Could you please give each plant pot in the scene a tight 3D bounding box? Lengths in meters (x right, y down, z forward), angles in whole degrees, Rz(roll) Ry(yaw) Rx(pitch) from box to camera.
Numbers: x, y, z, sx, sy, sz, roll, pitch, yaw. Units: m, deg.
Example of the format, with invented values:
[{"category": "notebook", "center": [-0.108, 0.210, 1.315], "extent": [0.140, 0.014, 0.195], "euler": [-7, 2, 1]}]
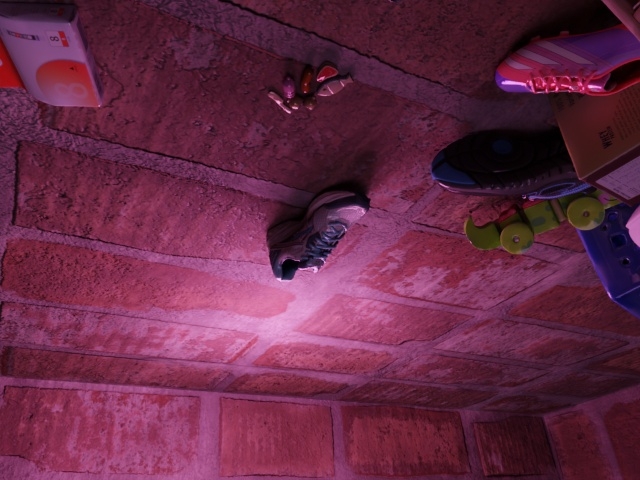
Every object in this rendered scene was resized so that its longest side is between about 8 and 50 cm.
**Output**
[{"category": "plant pot", "center": [0.698, 0.010, 1.129], "extent": [0.236, 0.236, 0.212], "euler": [24, 133, -38]}]

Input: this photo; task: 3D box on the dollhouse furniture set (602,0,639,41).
[{"category": "dollhouse furniture set", "center": [0.373, -0.393, 0.495], "extent": [0.394, 0.256, 0.362], "euler": [-15, 155, -26]}]

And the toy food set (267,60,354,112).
[{"category": "toy food set", "center": [-0.017, -0.232, 0.828], "extent": [0.122, 0.019, 0.078], "euler": [-24, 144, 29]}]

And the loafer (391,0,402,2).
[{"category": "loafer", "center": [0.080, -0.340, 0.621], "extent": [0.062, 0.061, 0.170], "euler": [-13, 149, 11]}]

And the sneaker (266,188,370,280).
[{"category": "sneaker", "center": [0.000, 0.000, 1.115], "extent": [0.110, 0.122, 0.283], "euler": [21, 141, -36]}]

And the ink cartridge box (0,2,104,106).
[{"category": "ink cartridge box", "center": [-0.402, -0.247, 0.731], "extent": [0.179, 0.045, 0.145], "euler": [-3, 148, -7]}]

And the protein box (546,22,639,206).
[{"category": "protein box", "center": [0.469, -0.195, 0.779], "extent": [0.136, 0.200, 0.201], "euler": [18, 142, -30]}]

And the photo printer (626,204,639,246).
[{"category": "photo printer", "center": [0.648, -0.115, 0.864], "extent": [0.256, 0.107, 0.307], "euler": [-46, 163, -3]}]

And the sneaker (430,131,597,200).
[{"category": "sneaker", "center": [0.366, -0.114, 0.973], "extent": [0.340, 0.125, 0.140], "euler": [-4, 151, 0]}]

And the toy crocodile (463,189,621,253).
[{"category": "toy crocodile", "center": [0.463, -0.059, 1.110], "extent": [0.340, 0.105, 0.115], "euler": [-23, -174, 27]}]

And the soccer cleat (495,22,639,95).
[{"category": "soccer cleat", "center": [0.353, -0.235, 0.746], "extent": [0.248, 0.095, 0.083], "euler": [-3, 159, 44]}]
